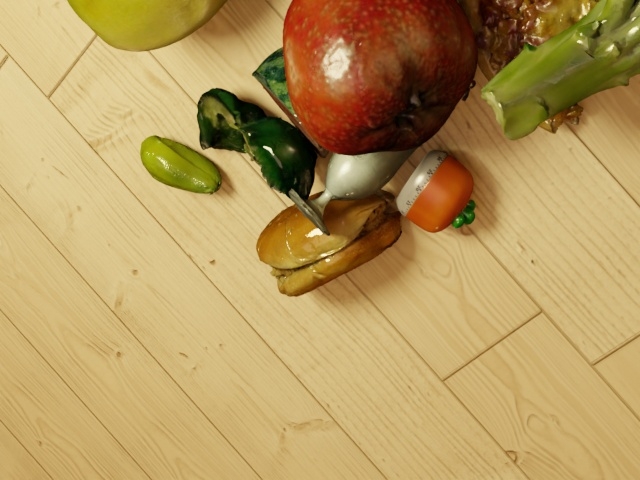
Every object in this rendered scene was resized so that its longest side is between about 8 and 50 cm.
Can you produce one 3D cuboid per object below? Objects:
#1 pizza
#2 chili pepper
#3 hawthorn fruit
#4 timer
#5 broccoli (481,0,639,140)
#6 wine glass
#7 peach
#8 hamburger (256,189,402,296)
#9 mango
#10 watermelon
[{"bbox_3d":[0.321,-0.296,1.730,0.229,0.081,0.289,-23,99,35],"label":"pizza"},{"bbox_3d":[-0.094,-0.165,1.993,0.264,0.116,0.148,38,151,34],"label":"chili pepper"},{"bbox_3d":[0.059,-0.305,1.752,0.285,0.285,0.369,-39,71,36],"label":"hawthorn fruit"},{"bbox_3d":[0.195,-0.070,1.905,0.136,0.099,0.136,15,133,17],"label":"timer"},{"bbox_3d":[0.396,-0.316,1.577,0.397,0.275,0.353,0,81,31],"label":"broccoli"},{"bbox_3d":[0.057,-0.112,1.884,0.222,0.103,0.103,-44,89,-5],"label":"wine glass"},{"bbox_3d":[-0.267,-0.461,1.852,0.316,0.281,0.314,-19,98,25],"label":"peach"},{"bbox_3d":[0.000,0.000,2.006,0.283,0.156,0.144,-25,99,37],"label":"hamburger"},{"bbox_3d":[-0.250,-0.126,2.123,0.165,0.091,0.074,33,114,12],"label":"mango"},{"bbox_3d":[-0.044,-0.221,1.949,0.207,0.136,0.202,15,115,39],"label":"watermelon"}]
